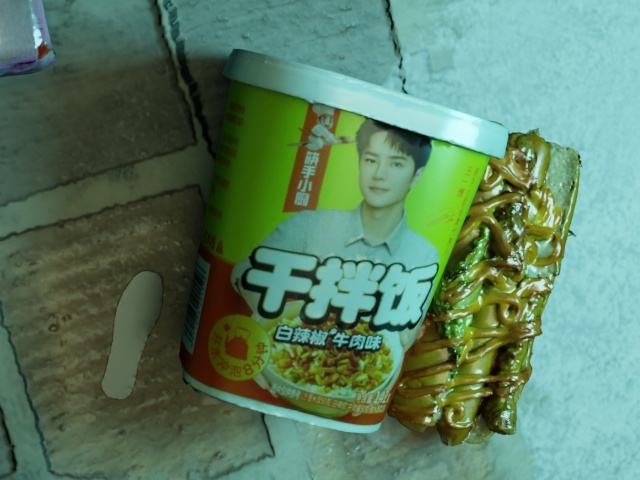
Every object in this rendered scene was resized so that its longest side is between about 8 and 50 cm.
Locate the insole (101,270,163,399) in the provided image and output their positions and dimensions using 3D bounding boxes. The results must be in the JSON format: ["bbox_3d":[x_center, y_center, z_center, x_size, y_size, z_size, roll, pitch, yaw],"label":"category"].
[{"bbox_3d":[-0.190,0.095,1.196,0.045,0.002,0.135,15,89,-17],"label":"insole"}]

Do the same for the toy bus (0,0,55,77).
[{"bbox_3d":[-0.325,-0.287,1.056,0.127,0.147,0.303,-13,99,-22],"label":"toy bus"}]

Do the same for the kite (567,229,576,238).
[{"bbox_3d":[0.123,-0.011,1.282,0.321,0.016,0.234,-21,100,-15],"label":"kite"}]

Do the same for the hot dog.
[{"bbox_3d":[0.172,0.044,1.233,0.158,0.117,0.349,17,88,-15],"label":"hot dog"}]

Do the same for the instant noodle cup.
[{"bbox_3d":[0.000,0.000,1.126,0.293,0.294,0.308,15,97,-18],"label":"instant noodle cup"}]
